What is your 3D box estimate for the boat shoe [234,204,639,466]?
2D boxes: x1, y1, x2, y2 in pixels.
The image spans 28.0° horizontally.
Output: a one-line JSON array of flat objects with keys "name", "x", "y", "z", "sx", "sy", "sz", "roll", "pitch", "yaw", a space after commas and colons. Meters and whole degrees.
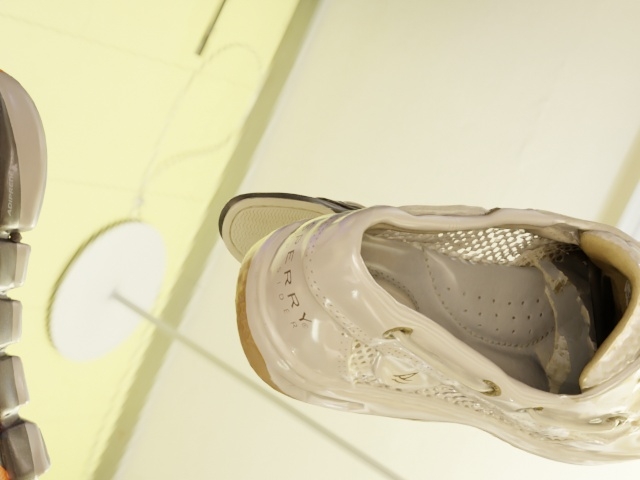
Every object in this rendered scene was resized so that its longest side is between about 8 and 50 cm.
[{"name": "boat shoe", "x": 0.106, "y": 0.037, "z": 0.533, "sx": 0.277, "sy": 0.096, "sz": 0.098, "roll": 7, "pitch": 70, "yaw": -30}]

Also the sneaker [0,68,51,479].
[{"name": "sneaker", "x": -0.198, "y": 0.059, "z": 0.503, "sx": 0.180, "sy": 0.124, "sz": 0.321, "roll": 24, "pitch": 59, "yaw": -67}]

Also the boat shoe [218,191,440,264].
[{"name": "boat shoe", "x": 0.000, "y": 0.000, "z": 1.158, "sx": 0.233, "sy": 0.079, "sz": 0.084, "roll": 11, "pitch": 108, "yaw": -37}]
